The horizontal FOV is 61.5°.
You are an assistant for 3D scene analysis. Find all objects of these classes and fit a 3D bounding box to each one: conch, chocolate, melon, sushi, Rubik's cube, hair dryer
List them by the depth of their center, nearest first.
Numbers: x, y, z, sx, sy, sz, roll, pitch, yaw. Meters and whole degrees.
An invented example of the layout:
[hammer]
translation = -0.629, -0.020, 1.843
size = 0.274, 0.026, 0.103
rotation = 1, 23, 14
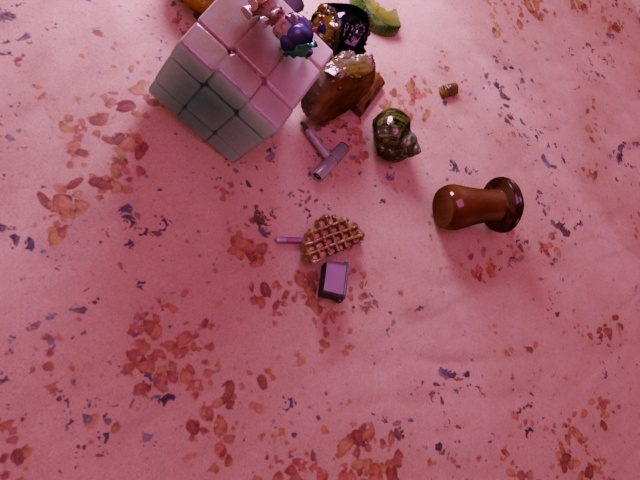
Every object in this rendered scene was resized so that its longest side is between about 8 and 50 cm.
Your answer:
[Rubik's cube]
translation = -0.218, -0.456, 1.458
size = 0.316, 0.321, 0.319
rotation = 40, 64, -18
[hair dryer]
translation = -0.020, -0.294, 1.686
size = 0.183, 0.044, 0.155
rotation = 41, 62, -4
[sushi]
translation = 0.030, -0.642, 1.714
size = 0.203, 0.200, 0.213
rotation = -3, 104, -27
[chocolate]
translation = -0.135, -0.772, 1.741
size = 0.148, 0.080, 0.125
rotation = 44, 75, -16
[conch]
translation = 0.254, -0.350, 1.775
size = 0.181, 0.124, 0.187
rotation = 51, 54, -7
[melon]
translation = 0.196, -0.809, 1.911
size = 0.209, 0.064, 0.118
rotation = 24, 62, -19

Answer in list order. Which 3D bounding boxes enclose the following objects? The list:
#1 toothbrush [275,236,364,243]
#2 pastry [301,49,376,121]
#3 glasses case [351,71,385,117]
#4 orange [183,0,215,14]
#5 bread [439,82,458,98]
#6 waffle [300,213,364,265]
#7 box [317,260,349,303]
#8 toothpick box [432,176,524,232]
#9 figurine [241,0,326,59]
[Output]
[toothbrush]
translation = 0.000, 0.000, 1.621
size = 0.286, 0.025, 0.020
rotation = 0, 78, -23
[pastry]
translation = 0.049, -0.472, 1.655
size = 0.257, 0.236, 0.121
rotation = -29, 80, -32
[glasses case]
translation = 0.156, -0.497, 1.816
size = 0.064, 0.041, 0.170
rotation = 39, 63, -11
[orange]
translation = -0.319, -0.778, 1.600
size = 0.219, 0.193, 0.220
rotation = 1, 88, -37
[bread]
translation = 0.475, -0.553, 1.981
size = 0.087, 0.033, 0.049
rotation = -19, 91, -28
[waffle]
translation = 0.031, 0.007, 1.594
size = 0.160, 0.046, 0.192
rotation = 35, 68, -11
[box]
translation = 0.037, 0.118, 1.573
size = 0.069, 0.084, 0.123
rotation = 13, 70, -13
[toothpick box]
translation = 0.535, -0.115, 1.808
size = 0.294, 0.192, 0.192
rotation = -4, 78, -18
[figurine]
translation = -0.084, -0.525, 1.300
size = 0.195, 0.111, 0.102
rotation = 46, 62, -14
